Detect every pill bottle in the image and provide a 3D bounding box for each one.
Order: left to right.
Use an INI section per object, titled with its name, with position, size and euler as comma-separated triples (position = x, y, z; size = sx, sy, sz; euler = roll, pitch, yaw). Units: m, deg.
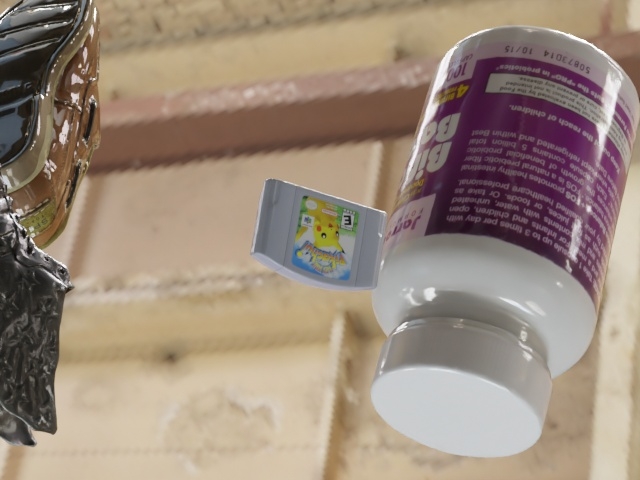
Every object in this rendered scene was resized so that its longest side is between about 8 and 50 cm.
[pill bottle]
position = 0.132, 0.001, 1.350
size = 0.169, 0.169, 0.301
euler = 0, -127, 25

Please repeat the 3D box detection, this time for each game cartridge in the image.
[game cartridge]
position = 0.000, 0.000, 1.083
size = 0.017, 0.083, 0.056
euler = -14, -117, 62

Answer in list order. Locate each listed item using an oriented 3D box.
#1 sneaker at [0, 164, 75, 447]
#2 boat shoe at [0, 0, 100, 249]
[sneaker]
position = -0.162, 0.010, 0.896
size = 0.051, 0.089, 0.170
euler = -30, -132, 44
[boat shoe]
position = -0.254, -0.115, 1.632
size = 0.111, 0.104, 0.307
euler = -11, -140, 19
